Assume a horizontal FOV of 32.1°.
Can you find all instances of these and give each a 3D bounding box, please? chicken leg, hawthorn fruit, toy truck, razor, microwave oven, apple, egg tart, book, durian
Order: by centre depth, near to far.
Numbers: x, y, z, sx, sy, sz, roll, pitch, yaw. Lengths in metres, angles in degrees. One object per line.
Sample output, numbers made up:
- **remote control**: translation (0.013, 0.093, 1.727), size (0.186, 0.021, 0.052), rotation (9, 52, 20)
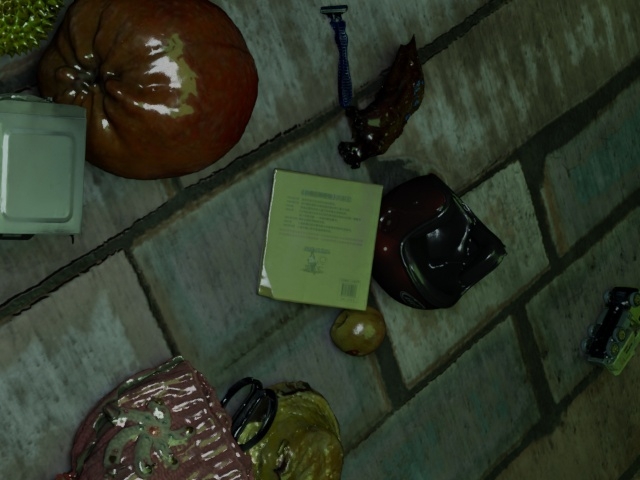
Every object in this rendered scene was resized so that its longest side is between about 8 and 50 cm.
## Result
- **microwave oven**: translation (-0.370, -0.083, 1.261), size (0.129, 0.205, 0.163), rotation (2, 92, -40)
- **durian**: translation (-0.368, -0.308, 1.286), size (0.159, 0.146, 0.198), rotation (30, 68, -22)
- **hawthorn fruit**: translation (-0.206, -0.199, 1.365), size (0.262, 0.258, 0.258), rotation (-41, 119, -42)
- **egg tart**: translation (-0.040, 0.329, 1.647), size (0.241, 0.106, 0.241), rotation (-3, 94, -43)
- **book**: translation (0.000, 0.000, 1.648), size (0.168, 0.013, 0.192), rotation (9, 89, -11)
- **razor**: translation (0.033, -0.279, 1.690), size (0.028, 0.044, 0.154), rotation (-35, 121, -61)
- **apple**: translation (0.058, 0.138, 1.721), size (0.071, 0.084, 0.084), rotation (31, 75, -29)
- **chicken leg**: translation (0.103, -0.208, 1.730), size (0.234, 0.063, 0.105), rotation (-52, 143, -23)
- **toy truck**: translation (0.581, 0.179, 2.161), size (0.100, 0.077, 0.169), rotation (43, 67, -31)

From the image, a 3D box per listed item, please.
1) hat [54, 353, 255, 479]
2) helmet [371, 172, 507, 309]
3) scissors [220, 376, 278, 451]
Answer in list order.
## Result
- **hat**: translation (-0.236, 0.301, 1.450), size (0.286, 0.107, 0.236), rotation (-25, 76, -20)
- **helmet**: translation (0.165, 0.003, 1.720), size (0.189, 0.193, 0.216), rotation (39, 53, -40)
- **scissors**: translation (-0.165, 0.325, 1.562), size (0.300, 0.109, 0.022), rotation (-54, 130, -8)
